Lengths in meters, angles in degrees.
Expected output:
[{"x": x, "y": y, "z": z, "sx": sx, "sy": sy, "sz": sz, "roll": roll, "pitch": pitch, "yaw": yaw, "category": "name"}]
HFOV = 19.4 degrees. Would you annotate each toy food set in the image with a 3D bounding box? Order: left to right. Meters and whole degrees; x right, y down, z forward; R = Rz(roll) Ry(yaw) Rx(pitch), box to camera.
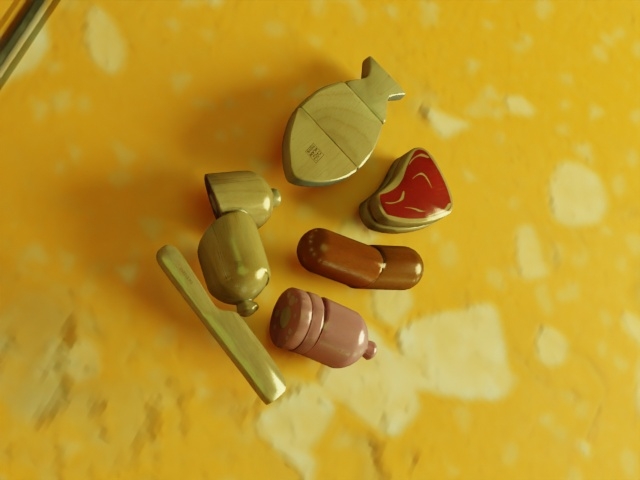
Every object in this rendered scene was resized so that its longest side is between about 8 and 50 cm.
[{"x": 0.000, "y": 0.000, "z": 0.588, "sx": 0.078, "sy": 0.019, "sz": 0.122, "roll": 53, "pitch": 49, "yaw": -2, "category": "toy food set"}]
